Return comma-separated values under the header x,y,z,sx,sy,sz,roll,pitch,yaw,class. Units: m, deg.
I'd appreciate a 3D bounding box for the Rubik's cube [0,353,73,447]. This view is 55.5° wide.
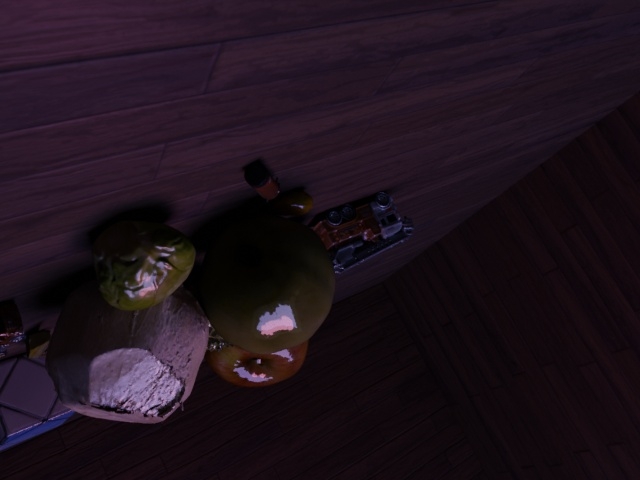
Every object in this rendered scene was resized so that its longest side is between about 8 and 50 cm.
x,y,z,sx,sy,sz,roll,pitch,yaw,class
-0.837,0.445,1.718,0.205,0.207,0.205,-14,163,-43,Rubik's cube

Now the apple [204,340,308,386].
x,y,z,sx,sy,sz,roll,pitch,yaw,class
-0.239,0.329,2.198,0.401,0.333,0.400,-7,134,-8,apple

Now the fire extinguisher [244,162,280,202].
x,y,z,sx,sy,sz,roll,pitch,yaw,class
-0.119,-0.124,1.322,0.177,0.050,0.062,47,66,-79,fire extinguisher

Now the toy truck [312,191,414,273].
x,y,z,sx,sy,sz,roll,pitch,yaw,class
0.141,-0.027,1.960,0.338,0.184,0.133,-21,167,-30,toy truck

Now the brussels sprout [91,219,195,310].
x,y,z,sx,sy,sz,roll,pitch,yaw,class
-0.352,0.046,1.230,0.223,0.161,0.223,-22,164,-7,brussels sprout

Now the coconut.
x,y,z,sx,sy,sz,roll,pitch,yaw,class
-0.441,0.231,1.422,0.347,0.360,0.346,6,154,3,coconut

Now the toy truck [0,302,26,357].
x,y,z,sx,sy,sz,roll,pitch,yaw,class
-0.714,0.208,1.298,0.192,0.083,0.092,-34,161,31,toy truck

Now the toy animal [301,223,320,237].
x,y,z,sx,sy,sz,roll,pitch,yaw,class
-0.118,0.067,1.833,0.289,0.174,0.249,-28,156,8,toy animal

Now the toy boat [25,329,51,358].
x,y,z,sx,sy,sz,roll,pitch,yaw,class
-0.721,0.267,1.569,0.066,0.065,0.172,-4,162,-32,toy boat

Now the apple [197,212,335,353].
x,y,z,sx,sy,sz,roll,pitch,yaw,class
-0.139,0.102,1.527,0.357,0.357,0.357,-27,168,-6,apple

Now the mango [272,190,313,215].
x,y,z,sx,sy,sz,roll,pitch,yaw,class
-0.071,-0.091,1.538,0.114,0.057,0.079,-13,171,-35,mango

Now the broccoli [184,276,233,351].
x,y,z,sx,sy,sz,roll,pitch,yaw,class
-0.442,0.248,1.786,0.397,0.274,0.353,-21,146,1,broccoli
